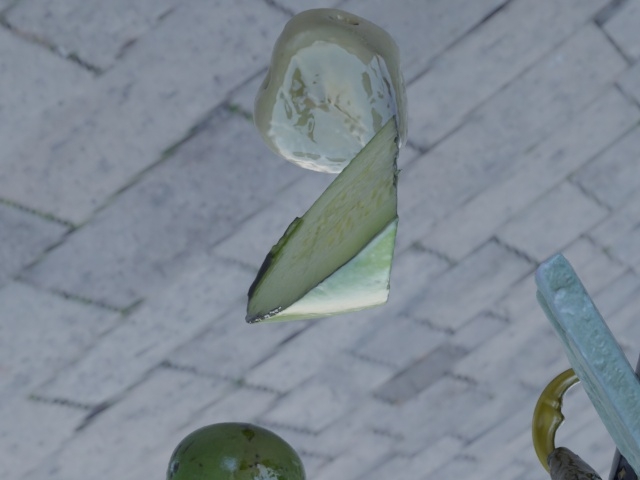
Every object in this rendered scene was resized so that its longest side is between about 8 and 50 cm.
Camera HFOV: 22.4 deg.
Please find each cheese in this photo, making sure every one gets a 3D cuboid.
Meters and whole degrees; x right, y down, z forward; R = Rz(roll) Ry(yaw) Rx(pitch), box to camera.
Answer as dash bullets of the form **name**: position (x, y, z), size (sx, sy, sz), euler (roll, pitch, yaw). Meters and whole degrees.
- **cheese**: position (0.012, -0.185, 2.124), size (0.218, 0.235, 0.117), euler (-28, -168, 19)

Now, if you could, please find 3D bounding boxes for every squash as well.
- **squash**: position (0.000, 0.000, 1.594), size (0.155, 0.237, 0.204), euler (4, 118, 3)

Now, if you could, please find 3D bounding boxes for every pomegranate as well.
- **pomegranate**: position (-0.097, 0.325, 1.973), size (0.179, 0.210, 0.179), euler (-11, 153, -6)

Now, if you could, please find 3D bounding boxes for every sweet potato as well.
- **sweet potato**: position (0.274, 0.284, 1.700), size (0.075, 0.075, 0.273), euler (-40, -174, 14)

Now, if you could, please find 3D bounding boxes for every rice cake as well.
- **rice cake**: position (0.261, 0.121, 1.483), size (0.040, 0.226, 0.085), euler (-27, 164, -5)

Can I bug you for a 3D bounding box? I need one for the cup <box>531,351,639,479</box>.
- **cup**: position (0.380, 0.195, 1.797), size (0.178, 0.255, 0.256), euler (107, -2, -78)
